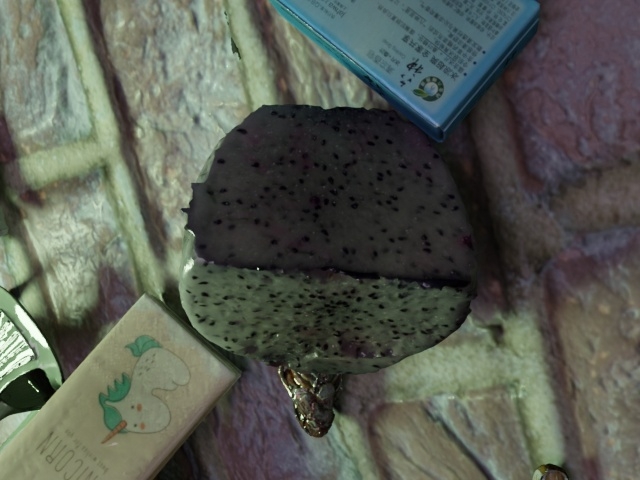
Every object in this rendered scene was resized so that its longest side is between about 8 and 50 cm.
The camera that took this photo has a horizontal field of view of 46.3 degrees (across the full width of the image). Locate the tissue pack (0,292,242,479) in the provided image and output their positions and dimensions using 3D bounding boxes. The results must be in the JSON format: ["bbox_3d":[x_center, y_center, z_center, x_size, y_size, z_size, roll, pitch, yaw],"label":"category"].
[{"bbox_3d":[-0.268,0.241,0.955,0.170,0.071,0.325,39,81,10],"label":"tissue pack"}]

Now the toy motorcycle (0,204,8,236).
[{"bbox_3d":[-0.526,-0.088,1.097,0.151,0.074,0.228,-44,73,35],"label":"toy motorcycle"}]

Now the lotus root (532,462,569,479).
[{"bbox_3d":[0.252,0.278,0.820,0.038,0.030,0.083,-3,108,-4],"label":"lotus root"}]

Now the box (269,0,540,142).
[{"bbox_3d":[0.073,-0.223,0.719,0.232,0.083,0.142,41,94,10],"label":"box"}]

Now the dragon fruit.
[{"bbox_3d":[0.000,0.000,0.778,0.283,0.221,0.204,4,149,-9],"label":"dragon fruit"}]

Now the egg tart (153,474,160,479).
[{"bbox_3d":[-0.326,0.394,1.100,0.315,0.120,0.314,8,107,27],"label":"egg tart"}]

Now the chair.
[{"bbox_3d":[-0.481,0.199,1.094,0.275,0.190,0.203,-42,83,1],"label":"chair"}]

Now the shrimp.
[{"bbox_3d":[-0.006,0.144,0.896,0.073,0.075,0.190,18,104,56],"label":"shrimp"}]
